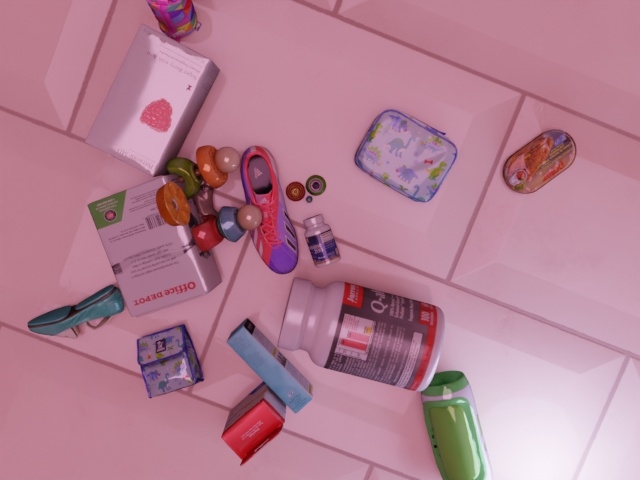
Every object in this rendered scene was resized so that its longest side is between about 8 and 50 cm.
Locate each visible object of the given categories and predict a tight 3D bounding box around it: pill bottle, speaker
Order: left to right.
[{"bbox_3d":[0.000,0.000,1.801,0.067,0.067,0.120,-19,95,1],"label":"pill bottle"},{"bbox_3d":[0.092,0.214,1.751,0.362,0.210,0.210,15,95,-3],"label":"pill bottle"},{"bbox_3d":[0.335,0.478,1.823,0.131,0.131,0.297,-15,96,1],"label":"speaker"}]

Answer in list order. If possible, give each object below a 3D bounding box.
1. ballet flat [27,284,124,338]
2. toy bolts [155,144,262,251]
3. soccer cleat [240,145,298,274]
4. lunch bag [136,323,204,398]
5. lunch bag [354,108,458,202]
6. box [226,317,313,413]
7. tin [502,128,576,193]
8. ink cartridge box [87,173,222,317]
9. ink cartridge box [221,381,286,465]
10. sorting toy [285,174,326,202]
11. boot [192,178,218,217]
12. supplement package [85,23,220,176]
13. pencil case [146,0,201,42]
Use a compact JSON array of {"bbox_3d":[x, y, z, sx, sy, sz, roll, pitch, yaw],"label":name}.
[{"bbox_3d":[-0.590,0.192,1.810,0.247,0.083,0.087,-23,109,3],"label":"ballet flat"},{"bbox_3d":[-0.237,-0.086,1.671,0.158,0.218,0.229,-19,115,18],"label":"toy bolts"},{"bbox_3d":[-0.127,-0.069,1.768,0.108,0.116,0.318,-13,95,0],"label":"soccer cleat"},{"bbox_3d":[-0.372,0.294,1.817,0.128,0.096,0.151,-18,81,4],"label":"lunch bag"},{"bbox_3d":[0.206,-0.205,1.772,0.219,0.090,0.176,29,96,-3],"label":"lunch bag"},{"bbox_3d":[-0.121,0.304,1.813,0.060,0.100,0.244,-43,94,4],"label":"box"},{"bbox_3d":[0.531,-0.191,1.805,0.189,0.040,0.106,-36,91,3],"label":"tin"},{"bbox_3d":[-0.387,0.010,1.756,0.211,0.121,0.289,-18,96,13],"label":"ink cartridge box"},{"bbox_3d":[-0.155,0.426,1.758,0.134,0.231,0.078,-42,95,3],"label":"ink cartridge box"},{"bbox_3d":[-0.034,-0.121,1.801,0.101,0.042,0.061,-18,95,1],"label":"sorting toy"},{"bbox_3d":[-0.277,-0.104,1.802,0.118,0.042,0.087,20,93,-3],"label":"boot"},{"bbox_3d":[-0.381,-0.315,1.712,0.177,0.175,0.293,27,95,-4],"label":"supplement package"},{"bbox_3d":[-0.335,-0.529,1.669,0.104,0.236,0.105,0,86,-1],"label":"pencil case"}]
